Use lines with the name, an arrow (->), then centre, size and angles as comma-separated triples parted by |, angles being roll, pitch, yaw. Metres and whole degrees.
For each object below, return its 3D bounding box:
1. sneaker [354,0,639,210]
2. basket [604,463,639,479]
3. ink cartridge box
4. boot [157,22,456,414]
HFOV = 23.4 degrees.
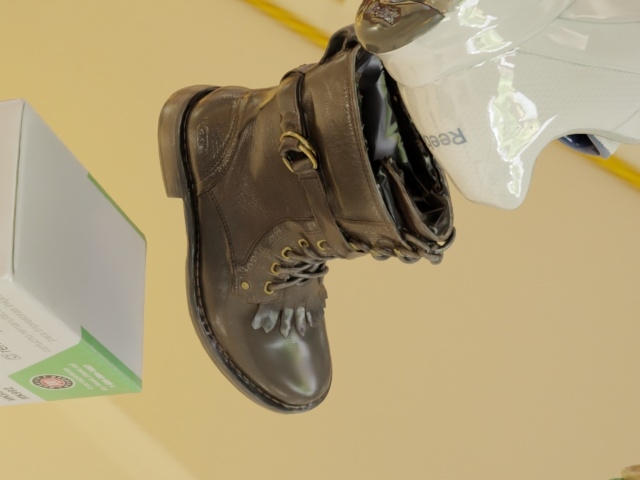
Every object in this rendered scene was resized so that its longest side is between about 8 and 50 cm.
sneaker -> 0.151, -0.120, 0.807 | 0.297, 0.129, 0.111 | -30, -161, -24
basket -> 0.196, 0.218, 0.705 | 0.288, 0.201, 0.255 | 17, -176, -2
ink cartridge box -> -0.280, 0.027, 0.975 | 0.289, 0.122, 0.211 | -7, 156, 13
boot -> 0.000, 0.000, 0.977 | 0.091, 0.263, 0.229 | -29, -163, -33
